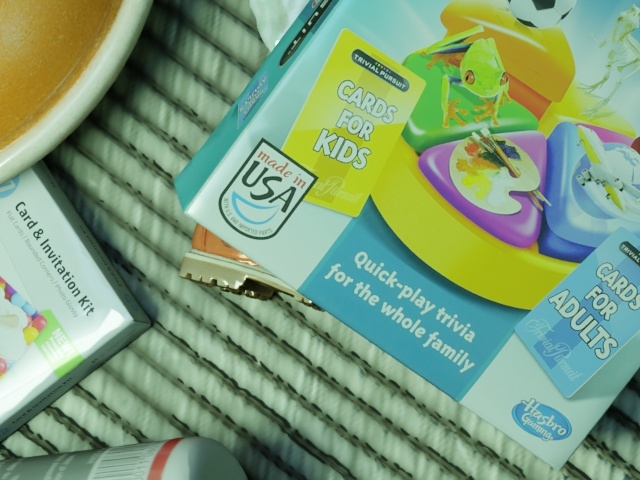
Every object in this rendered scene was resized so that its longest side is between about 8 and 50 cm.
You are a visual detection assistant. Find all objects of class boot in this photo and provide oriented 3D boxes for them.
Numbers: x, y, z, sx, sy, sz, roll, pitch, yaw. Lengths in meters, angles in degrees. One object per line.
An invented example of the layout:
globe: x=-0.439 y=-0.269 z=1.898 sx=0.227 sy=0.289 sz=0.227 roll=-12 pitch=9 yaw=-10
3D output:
boot: x=0.000 y=0.000 z=1.160 sx=0.158 sy=0.059 sz=0.085 roll=14 pitch=83 yaw=17

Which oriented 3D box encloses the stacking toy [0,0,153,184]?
stacking toy: x=-0.312 y=-0.231 z=1.037 sx=0.350 sy=0.480 sz=0.351 roll=-4 pitch=74 yaw=15

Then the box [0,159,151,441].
box: x=-0.217 y=0.048 z=1.221 sx=0.186 sy=0.038 sz=0.145 roll=-37 pitch=76 yaw=7

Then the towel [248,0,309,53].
towel: x=0.047 y=-0.310 z=1.155 sx=0.320 sy=0.090 sz=0.374 roll=-28 pitch=75 yaw=6

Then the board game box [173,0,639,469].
board game box: x=0.123 y=-0.085 z=1.056 sx=0.254 sy=0.079 sz=0.336 roll=35 pitch=98 yaw=-15

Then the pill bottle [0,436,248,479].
pill bottle: x=-0.183 y=0.206 z=1.131 sx=0.283 sy=0.161 sz=0.161 roll=-8 pitch=82 yaw=14
